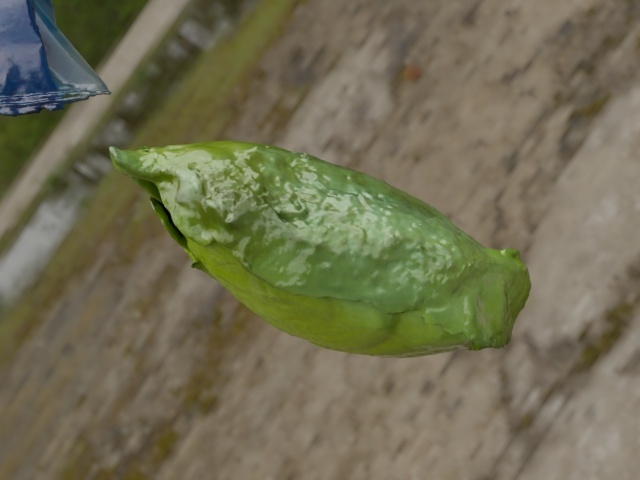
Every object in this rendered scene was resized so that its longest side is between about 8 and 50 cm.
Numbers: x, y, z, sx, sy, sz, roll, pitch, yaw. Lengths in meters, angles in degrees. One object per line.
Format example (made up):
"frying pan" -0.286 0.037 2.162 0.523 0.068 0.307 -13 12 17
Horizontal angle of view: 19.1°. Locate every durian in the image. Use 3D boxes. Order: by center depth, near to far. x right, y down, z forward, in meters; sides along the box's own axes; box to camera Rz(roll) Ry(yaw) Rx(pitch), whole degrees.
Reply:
"durian" 0.000 0.000 1.119 0.139 0.250 0.101 84 -149 -70

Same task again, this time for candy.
"candy" -0.153 -0.102 0.881 0.038 0.088 0.136 108 148 -40
